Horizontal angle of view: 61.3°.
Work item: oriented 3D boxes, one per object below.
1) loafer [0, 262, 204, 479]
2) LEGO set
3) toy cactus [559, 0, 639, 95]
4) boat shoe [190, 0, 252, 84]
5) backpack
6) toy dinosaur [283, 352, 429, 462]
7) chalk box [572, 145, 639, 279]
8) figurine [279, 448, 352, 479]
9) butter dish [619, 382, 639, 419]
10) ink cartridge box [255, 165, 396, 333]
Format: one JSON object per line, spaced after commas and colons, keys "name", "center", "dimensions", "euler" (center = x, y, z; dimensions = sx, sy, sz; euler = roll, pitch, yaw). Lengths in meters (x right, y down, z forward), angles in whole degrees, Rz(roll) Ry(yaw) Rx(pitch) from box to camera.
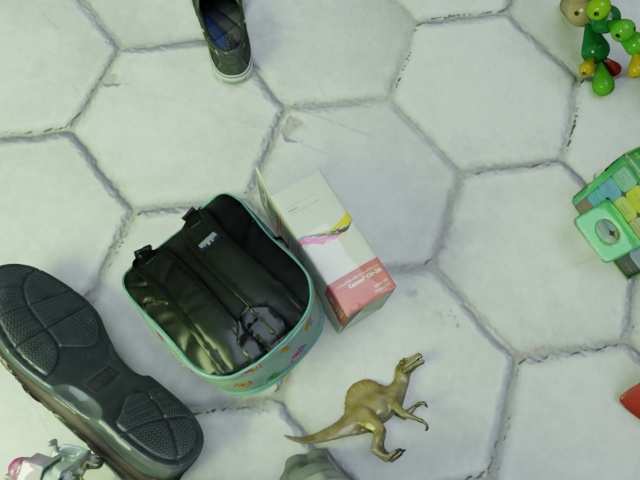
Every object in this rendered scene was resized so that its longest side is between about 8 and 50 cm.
{"name": "loafer", "center": [-0.259, 0.151, 0.570], "dimensions": [0.302, 0.095, 0.109], "euler": [40, 28, 11]}
{"name": "LEGO set", "center": [-0.293, 0.324, 0.497], "dimensions": [0.107, 0.132, 0.287], "euler": [16, 78, 12]}
{"name": "toy cactus", "center": [0.397, -0.323, 0.754], "dimensions": [0.112, 0.219, 0.180], "euler": [-20, 32, 10]}
{"name": "boat shoe", "center": [-0.145, -0.331, 0.759], "dimensions": [0.080, 0.076, 0.228], "euler": [-9, 71, -7]}
{"name": "backpack", "center": [-0.091, 0.069, 0.577], "dimensions": [0.166, 0.144, 0.188], "euler": [-41, 55, -18]}
{"name": "toy dinosaur", "center": [0.056, 0.202, 0.605], "dimensions": [0.183, 0.053, 0.092], "euler": [-30, 59, -21]}
{"name": "chalk box", "center": [0.420, -0.047, 0.665], "dimensions": [0.213, 0.132, 0.132], "euler": [-25, 73, -12]}
{"name": "figurine", "center": [-0.056, 0.255, 0.484], "dimensions": [0.215, 0.209, 0.092], "euler": [-13, 72, -9]}
{"name": "butter dish", "center": [0.456, 0.165, 0.600], "dimensions": [0.160, 0.160, 0.118], "euler": [37, 50, 8]}
{"name": "ink cartridge box", "center": [0.000, 0.000, 0.629], "dimensions": [0.067, 0.115, 0.198], "euler": [-29, 75, -12]}
